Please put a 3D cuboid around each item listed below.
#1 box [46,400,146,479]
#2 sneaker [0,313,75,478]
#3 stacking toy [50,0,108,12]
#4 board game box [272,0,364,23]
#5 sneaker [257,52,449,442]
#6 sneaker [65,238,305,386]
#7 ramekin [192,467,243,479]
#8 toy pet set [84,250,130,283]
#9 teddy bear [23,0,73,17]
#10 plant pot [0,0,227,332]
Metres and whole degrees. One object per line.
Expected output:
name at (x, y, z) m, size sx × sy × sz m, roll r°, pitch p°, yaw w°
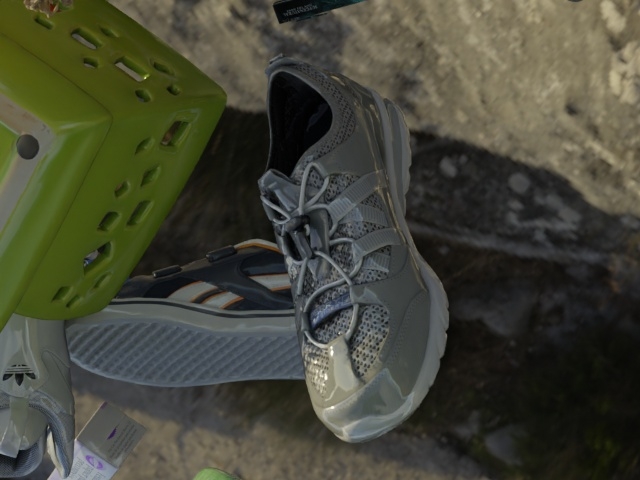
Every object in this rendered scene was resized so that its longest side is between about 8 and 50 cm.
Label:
box at (-0.301, 0.295, 1.598) m, size 0.063 × 0.067 × 0.324 m, roll 36°, pitch 146°, yaw -3°
sneaker at (-0.331, 0.148, 1.305) m, size 0.138 × 0.210 × 0.366 m, roll 3°, pitch 161°, yaw -18°
stacking toy at (-0.213, -0.268, 1.163) m, size 0.330 × 0.141 × 0.141 m, roll -33°, pitch 101°, yaw 16°
board game box at (0.035, -0.281, 1.325) m, size 0.126 × 0.186 × 0.026 m, roll -11°, pitch 115°, yaw 22°
sneaker at (0.000, 0.000, 0.809) m, size 0.105 × 0.281 × 0.115 m, roll -35°, pitch 133°, yaw 28°
sneaker at (-0.111, 0.077, 1.353) m, size 0.321 × 0.127 × 0.126 m, roll 2°, pitch 138°, yaw -6°
ramekin at (-0.091, 0.453, 1.802) m, size 0.303 × 0.148 × 0.303 m, roll 29°, pitch 163°, yaw 10°
toy pet set at (-0.262, 0.018, 1.411) m, size 0.114 × 0.065 × 0.122 m, roll 62°, pitch 179°, yaw 20°
teddy bear at (-0.140, -0.267, 0.758) m, size 0.113 × 0.338 × 0.245 m, roll 29°, pitch 129°, yaw 41°
plant pot at (-0.242, -0.072, 0.949) m, size 0.228 × 0.207 × 0.227 m, roll 35°, pitch 109°, yaw 9°
